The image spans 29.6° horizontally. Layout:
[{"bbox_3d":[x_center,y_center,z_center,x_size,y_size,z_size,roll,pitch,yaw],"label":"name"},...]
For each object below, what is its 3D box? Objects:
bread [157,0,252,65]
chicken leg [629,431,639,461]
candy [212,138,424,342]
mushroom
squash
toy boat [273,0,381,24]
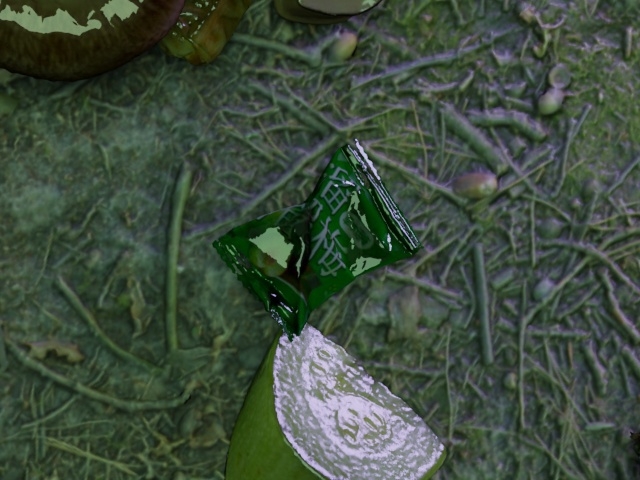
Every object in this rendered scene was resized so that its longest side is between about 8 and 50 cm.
[{"bbox_3d":[-0.071,-0.358,1.327,0.084,0.077,0.367,28,85,-2],"label":"bread"},{"bbox_3d":[0.448,0.271,1.337,0.228,0.088,0.103,12,107,-1],"label":"chicken leg"},{"bbox_3d":[-0.002,-0.001,1.319,0.203,0.078,0.141,-34,102,-17],"label":"candy"},{"bbox_3d":[-0.263,-0.307,1.177,0.334,0.356,0.331,-3,125,-3],"label":"mushroom"},{"bbox_3d":[-0.016,0.244,1.336,0.237,0.155,0.204,40,49,0],"label":"squash"},{"bbox_3d":[0.030,-0.307,1.325,0.188,0.061,0.116,-40,110,-5],"label":"toy boat"}]
